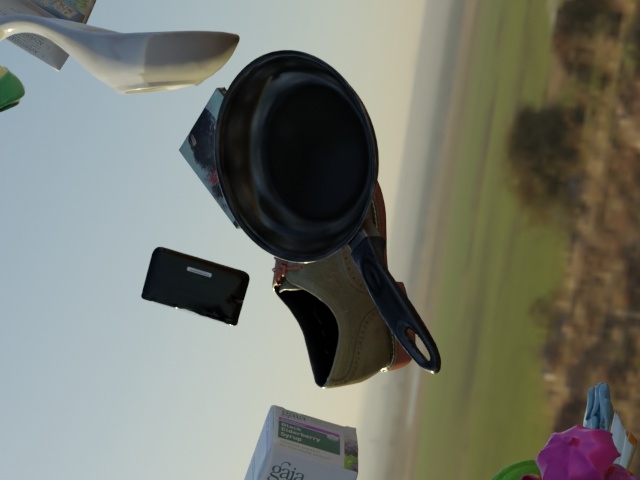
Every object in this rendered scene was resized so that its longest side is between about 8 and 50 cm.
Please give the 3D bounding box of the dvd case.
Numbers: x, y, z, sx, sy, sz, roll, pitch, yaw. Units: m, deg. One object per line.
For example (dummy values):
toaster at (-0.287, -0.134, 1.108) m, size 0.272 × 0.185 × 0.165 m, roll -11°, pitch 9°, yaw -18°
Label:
dvd case at (-0.090, -0.083, 1.609) m, size 0.013 × 0.119 × 0.087 m, roll -2°, pitch -44°, yaw -47°

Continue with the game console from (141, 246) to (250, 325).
game console at (-0.152, 0.058, 1.966) m, size 0.071 × 0.122 × 0.107 m, roll -77°, pitch 4°, yaw -66°

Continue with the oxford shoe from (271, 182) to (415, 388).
oxford shoe at (0.000, 0.000, 1.823) m, size 0.123 × 0.130 × 0.348 m, roll -15°, pitch 96°, yaw 57°

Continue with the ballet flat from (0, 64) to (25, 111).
ballet flat at (-0.398, -0.169, 1.792) m, size 0.247 × 0.083 × 0.087 m, roll -56°, pitch -35°, yaw -64°

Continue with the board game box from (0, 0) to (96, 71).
board game box at (-0.352, -0.305, 1.846) m, size 0.053 × 0.193 × 0.305 m, roll -54°, pitch 14°, yaw 17°

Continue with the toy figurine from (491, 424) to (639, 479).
toy figurine at (0.264, 0.252, 1.595) m, size 0.159 × 0.173 × 0.130 m, roll 108°, pitch -174°, yaw -55°

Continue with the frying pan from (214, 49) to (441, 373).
frying pan at (0.026, -0.047, 1.453) m, size 0.053 × 0.326 × 0.197 m, roll -14°, pitch -50°, yaw -49°

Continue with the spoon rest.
spoon rest at (-0.204, -0.163, 1.393) m, size 0.137 × 0.276 × 0.084 m, roll -15°, pitch -82°, yaw -72°

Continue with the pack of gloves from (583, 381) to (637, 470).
pack of gloves at (0.329, 0.292, 1.869) m, size 0.195 × 0.046 × 0.232 m, roll -95°, pitch 16°, yaw -68°

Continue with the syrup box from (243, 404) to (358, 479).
syrup box at (-0.042, 0.297, 1.642) m, size 0.096 × 0.093 × 0.237 m, roll -91°, pitch 19°, yaw -67°
